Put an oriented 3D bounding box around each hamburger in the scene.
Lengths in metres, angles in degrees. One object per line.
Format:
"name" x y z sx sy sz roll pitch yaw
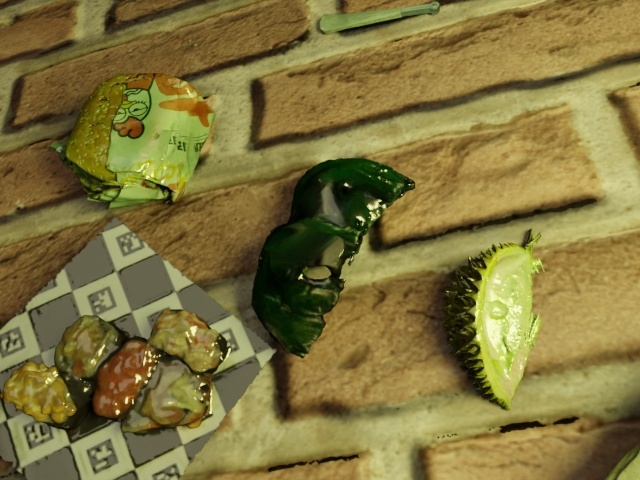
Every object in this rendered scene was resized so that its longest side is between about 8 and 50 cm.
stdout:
"hamburger" -0.289 -0.148 0.875 0.235 0.125 0.214 17 55 10

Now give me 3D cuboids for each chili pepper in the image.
"chili pepper" -0.004 -0.001 0.706 0.148 0.116 0.265 14 65 27

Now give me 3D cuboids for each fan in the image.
"fan" 0.092 -0.353 0.948 0.193 0.016 0.038 -2 63 18

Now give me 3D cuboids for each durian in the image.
"durian" 0.186 0.066 0.647 0.100 0.086 0.215 21 68 -10

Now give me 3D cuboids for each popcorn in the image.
"popcorn" -0.292 0.056 0.793 0.084 0.084 0.084 -8 58 13

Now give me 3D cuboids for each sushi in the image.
"sushi" -0.249 0.145 0.679 0.292 0.059 0.294 35 75 12

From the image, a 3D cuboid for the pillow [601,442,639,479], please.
"pillow" 0.369 0.244 0.452 0.274 0.076 0.281 -44 70 -5
